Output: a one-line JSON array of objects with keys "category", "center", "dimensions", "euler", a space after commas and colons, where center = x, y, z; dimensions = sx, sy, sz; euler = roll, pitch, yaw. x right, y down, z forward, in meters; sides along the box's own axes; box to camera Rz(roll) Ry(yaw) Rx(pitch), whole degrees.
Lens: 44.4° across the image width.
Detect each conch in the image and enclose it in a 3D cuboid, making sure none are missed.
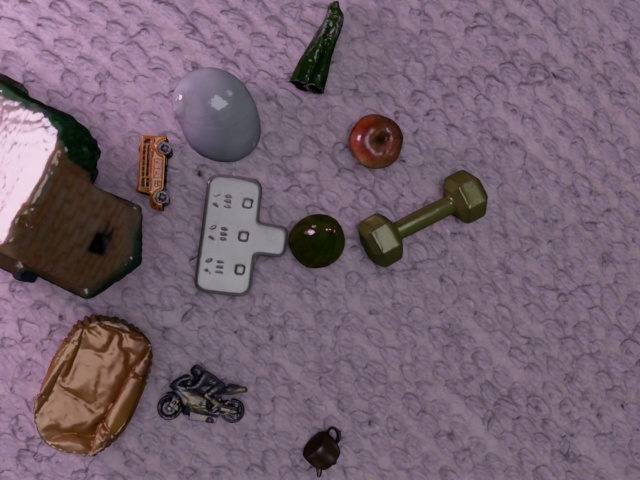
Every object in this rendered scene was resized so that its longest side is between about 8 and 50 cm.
[{"category": "conch", "center": [-0.231, -0.274, 1.731], "dimensions": [0.221, 0.121, 0.185], "euler": [43, 112, -9]}]

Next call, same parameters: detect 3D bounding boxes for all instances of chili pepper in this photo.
[{"category": "chili pepper", "center": [0.000, -0.450, 1.794], "dimensions": [0.088, 0.059, 0.227], "euler": [18, 81, 6]}]

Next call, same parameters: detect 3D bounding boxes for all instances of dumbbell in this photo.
[{"category": "dumbbell", "center": [0.235, -0.051, 1.782], "dimensions": [0.302, 0.121, 0.108], "euler": [-26, 120, -8]}]

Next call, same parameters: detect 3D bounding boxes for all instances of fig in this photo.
[{"category": "fig", "center": [0.000, 0.000, 1.721], "dimensions": [0.123, 0.156, 0.123], "euler": [1, 87, -15]}]

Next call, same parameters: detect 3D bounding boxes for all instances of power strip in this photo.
[{"category": "power strip", "center": [-0.171, -0.007, 1.744], "dimensions": [0.193, 0.059, 0.265], "euler": [7, 86, -8]}]

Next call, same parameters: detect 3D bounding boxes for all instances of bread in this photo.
[{"category": "bread", "center": [-0.473, 0.299, 1.640], "dimensions": [0.204, 0.156, 0.288], "euler": [19, 82, -15]}]

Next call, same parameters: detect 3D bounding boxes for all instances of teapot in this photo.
[{"category": "teapot", "center": [0.013, 0.469, 1.746], "dimensions": [0.068, 0.076, 0.121], "euler": [46, 52, -14]}]

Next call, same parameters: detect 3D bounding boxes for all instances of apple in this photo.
[{"category": "apple", "center": [0.123, -0.223, 1.777], "dimensions": [0.126, 0.102, 0.126], "euler": [1, 86, -14]}]

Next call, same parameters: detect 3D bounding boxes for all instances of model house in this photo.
[{"category": "model house", "center": [-0.539, -0.075, 1.540], "dimensions": [0.382, 0.342, 0.335], "euler": [22, 80, 34]}]

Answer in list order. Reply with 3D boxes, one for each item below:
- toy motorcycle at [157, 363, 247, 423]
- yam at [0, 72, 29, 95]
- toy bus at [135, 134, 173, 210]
[{"category": "toy motorcycle", "center": [-0.257, 0.335, 1.715], "dimensions": [0.193, 0.061, 0.124], "euler": [5, 84, -7]}, {"category": "yam", "center": [-0.758, -0.316, 1.630], "dimensions": [0.254, 0.154, 0.154], "euler": [29, 84, -9]}, {"category": "toy bus", "center": [-0.364, -0.146, 1.716], "dimensions": [0.074, 0.069, 0.162], "euler": [3, 85, -8]}]
